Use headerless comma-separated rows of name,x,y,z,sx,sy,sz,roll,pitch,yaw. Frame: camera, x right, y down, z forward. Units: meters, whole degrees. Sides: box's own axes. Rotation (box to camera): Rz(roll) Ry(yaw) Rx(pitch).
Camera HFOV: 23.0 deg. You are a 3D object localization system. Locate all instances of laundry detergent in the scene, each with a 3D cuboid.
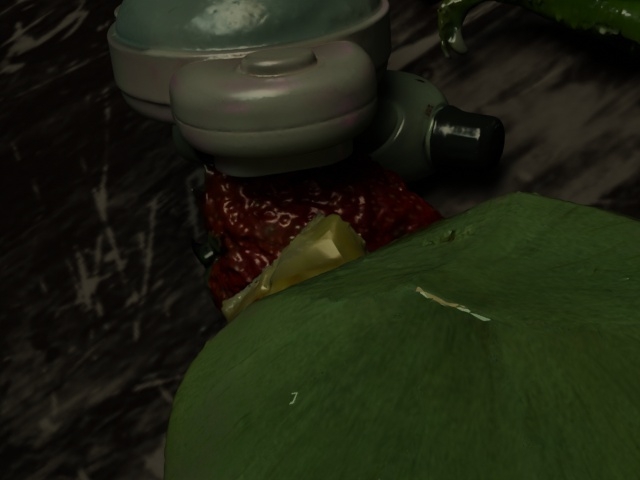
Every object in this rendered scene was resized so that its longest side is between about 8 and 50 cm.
laundry detergent,0.016,-0.077,1.060,0.226,0.070,0.099,11,37,28

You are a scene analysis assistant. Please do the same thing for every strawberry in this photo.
strawberry,-0.005,0.002,0.975,0.148,0.131,0.131,14,61,30

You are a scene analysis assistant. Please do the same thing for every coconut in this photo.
coconut,0.087,0.116,0.709,0.329,0.328,0.281,-11,52,15

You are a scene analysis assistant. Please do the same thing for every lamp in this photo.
lamp,-0.041,-0.127,0.974,0.180,0.108,0.246,-12,29,-6

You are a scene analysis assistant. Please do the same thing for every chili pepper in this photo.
chili pepper,0.237,-0.112,0.996,0.359,0.076,0.084,23,101,36

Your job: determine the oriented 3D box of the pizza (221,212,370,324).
pizza,0.007,0.101,0.876,0.204,0.080,0.188,-43,86,-4
